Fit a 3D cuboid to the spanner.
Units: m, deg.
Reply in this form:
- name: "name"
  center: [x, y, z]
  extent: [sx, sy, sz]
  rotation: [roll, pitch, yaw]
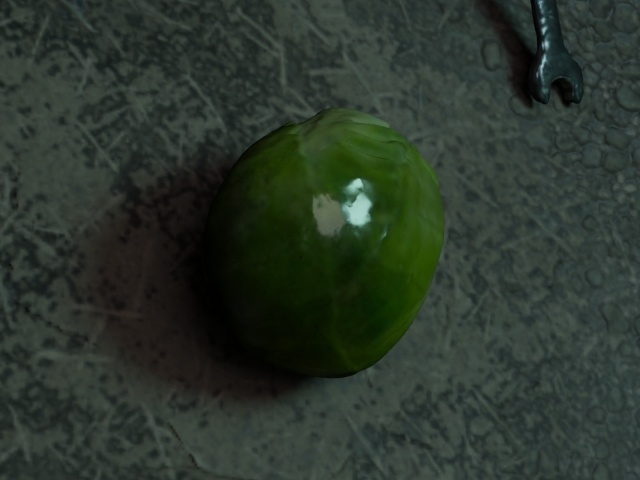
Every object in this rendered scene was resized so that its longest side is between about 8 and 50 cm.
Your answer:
- name: "spanner"
  center: [0.165, -0.227, 1.351]
  extent: [0.054, 0.015, 0.255]
  rotation: [-19, 103, -32]

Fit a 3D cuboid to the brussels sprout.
- name: "brussels sprout"
  center: [0.001, -0.002, 1.156]
  extent: [0.161, 0.144, 0.181]
  rotation: [13, 62, -18]
